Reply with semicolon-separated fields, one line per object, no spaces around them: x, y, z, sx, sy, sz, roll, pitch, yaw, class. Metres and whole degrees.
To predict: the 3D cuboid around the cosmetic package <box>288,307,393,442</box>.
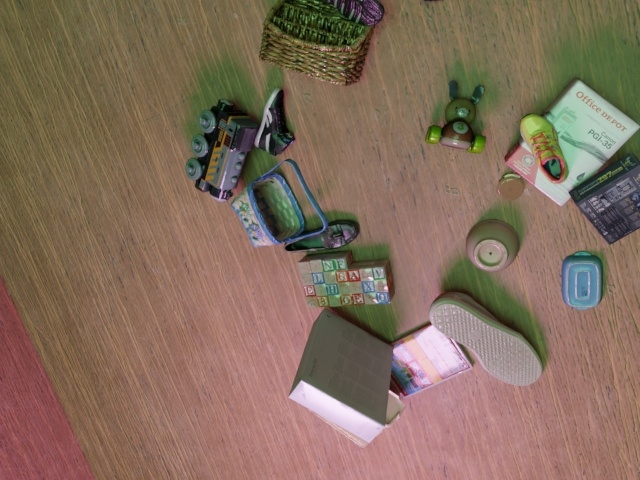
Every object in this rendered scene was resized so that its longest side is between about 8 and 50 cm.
0.079;0.414;1.786;0.284;0.377;0.097;33;119;-5;cosmetic package

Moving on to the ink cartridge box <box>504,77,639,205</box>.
0.681;-0.272;1.538;0.207;0.117;0.283;39;116;5;ink cartridge box

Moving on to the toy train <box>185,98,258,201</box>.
-0.329;-0.293;1.864;0.190;0.142;0.334;35;117;26;toy train

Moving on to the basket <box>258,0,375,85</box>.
-0.014;-0.597;1.628;0.299;0.213;0.223;22;114;12;basket

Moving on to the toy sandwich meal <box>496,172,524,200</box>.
0.565;-0.160;1.669;0.086;0.029;0.085;5;118;10;toy sandwich meal

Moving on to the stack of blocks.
0.089;0.127;1.902;0.297;0.087;0.171;-5;106;21;stack of blocks

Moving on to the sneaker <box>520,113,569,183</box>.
0.591;-0.238;1.464;0.081;0.094;0.208;-30;94;29;sneaker

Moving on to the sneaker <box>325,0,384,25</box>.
0.075;-0.730;1.590;0.281;0.162;0.106;30;143;1;sneaker

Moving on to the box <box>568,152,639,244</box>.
0.811;-0.107;1.515;0.183;0.059;0.233;-37;128;27;box

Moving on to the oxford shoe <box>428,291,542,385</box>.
0.530;0.305;1.790;0.449;0.130;0.169;36;111;-11;oxford shoe

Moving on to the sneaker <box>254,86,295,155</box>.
-0.127;-0.379;1.824;0.121;0.079;0.217;28;123;6;sneaker

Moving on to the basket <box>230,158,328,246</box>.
-0.134;-0.105;1.842;0.289;0.201;0.254;-25;97;35;basket

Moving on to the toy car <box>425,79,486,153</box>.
0.402;-0.358;1.608;0.155;0.149;0.188;13;100;3;toy car

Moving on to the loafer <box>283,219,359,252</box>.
0.000;0.000;1.893;0.268;0.084;0.096;-14;102;23;loafer

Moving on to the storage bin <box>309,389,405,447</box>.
0.125;0.582;1.964;0.260;0.123;0.262;34;143;7;storage bin

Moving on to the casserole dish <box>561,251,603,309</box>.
0.785;0.128;1.680;0.114;0.037;0.188;-1;108;21;casserole dish

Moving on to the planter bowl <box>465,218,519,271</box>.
0.519;0.028;1.702;0.162;0.109;0.162;7;110;18;planter bowl

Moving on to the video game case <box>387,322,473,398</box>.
0.351;0.411;1.937;0.285;0.025;0.204;-33;95;26;video game case
